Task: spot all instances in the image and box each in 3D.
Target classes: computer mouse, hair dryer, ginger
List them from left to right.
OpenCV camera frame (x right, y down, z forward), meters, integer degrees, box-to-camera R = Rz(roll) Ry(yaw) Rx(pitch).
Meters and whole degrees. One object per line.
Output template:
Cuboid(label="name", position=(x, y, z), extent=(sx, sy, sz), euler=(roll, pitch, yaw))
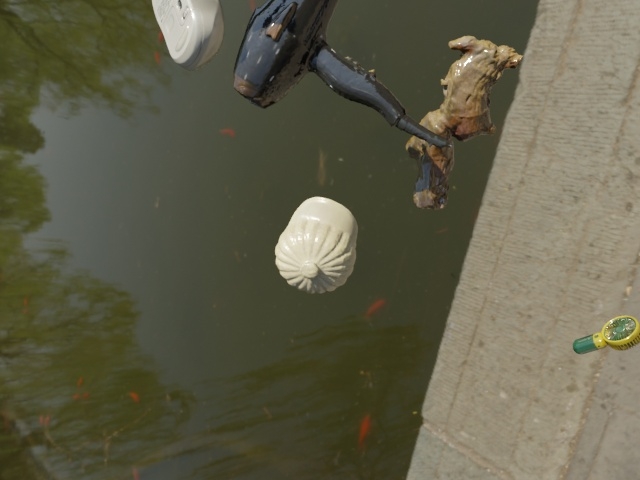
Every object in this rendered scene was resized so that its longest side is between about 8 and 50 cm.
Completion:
Cuboid(label="computer mouse", position=(-0.307, -0.551, 1.278), extent=(0.184, 0.121, 0.297), euler=(-46, 58, 43))
Cuboid(label="hair dryer", position=(0.068, -0.268, 0.784), extent=(0.359, 0.120, 0.304), euler=(37, 94, 5))
Cuboid(label="ginger", position=(0.217, -0.183, 0.865), extent=(0.084, 0.122, 0.290), euler=(-69, -1, -56))

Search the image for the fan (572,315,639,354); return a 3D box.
Cuboid(label="fan", position=(0.658, 0.226, 1.216), extent=(0.155, 0.082, 0.039), euler=(-30, 108, 37))

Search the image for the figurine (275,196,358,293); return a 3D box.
Cuboid(label="figurine", position=(0.002, 0.030, 1.261), extent=(0.185, 0.332, 0.205), euler=(-3, 79, 6))
